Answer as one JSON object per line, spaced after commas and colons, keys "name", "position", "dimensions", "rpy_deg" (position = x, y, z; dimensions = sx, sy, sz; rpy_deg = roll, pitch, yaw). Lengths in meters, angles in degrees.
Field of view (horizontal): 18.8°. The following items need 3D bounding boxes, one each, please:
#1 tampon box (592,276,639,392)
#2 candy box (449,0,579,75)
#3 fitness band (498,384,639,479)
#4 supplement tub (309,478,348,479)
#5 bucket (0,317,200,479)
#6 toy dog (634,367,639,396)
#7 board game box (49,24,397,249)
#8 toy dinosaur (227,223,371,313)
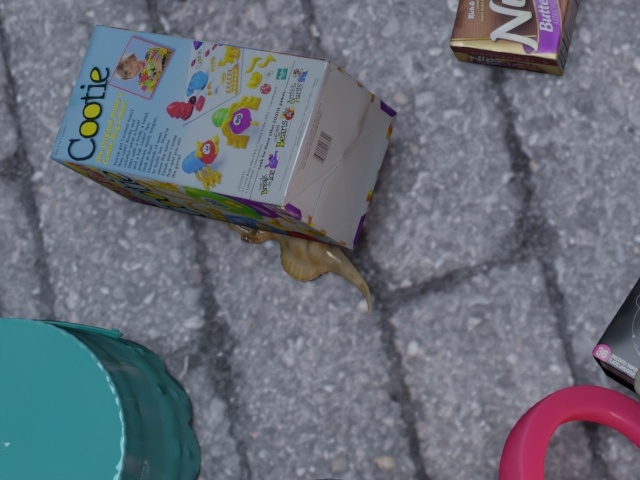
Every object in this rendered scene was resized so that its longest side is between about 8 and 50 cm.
{"name": "tampon box", "position": [0.339, 0.074, 1.732], "dimensions": [0.120, 0.101, 0.161], "rpy_deg": [31, 86, 19]}
{"name": "candy box", "position": [0.199, -0.261, 1.881], "dimensions": [0.109, 0.053, 0.187], "rpy_deg": [11, 78, 17]}
{"name": "fitness band", "position": [0.266, 0.261, 1.670], "dimensions": [0.209, 0.054, 0.291], "rpy_deg": [-11, 70, -28]}
{"name": "supplement tub", "position": [0.040, 0.319, 1.618], "dimensions": [0.235, 0.325, 0.235], "rpy_deg": [-5, 79, 25]}
{"name": "bucket", "position": [-0.265, 0.204, 1.823], "dimensions": [0.281, 0.183, 0.281], "rpy_deg": [-4, 76, 15]}
{"name": "toy dog", "position": [0.487, 0.259, 1.515], "dimensions": [0.284, 0.395, 0.408], "rpy_deg": [-27, 110, -13]}
{"name": "board game box", "position": [-0.092, -0.099, 1.840], "dimensions": [0.275, 0.142, 0.144], "rpy_deg": [13, 80, 33]}
{"name": "toy dinosaur", "position": [0.000, 0.000, 1.881], "dimensions": [0.183, 0.053, 0.093], "rpy_deg": [27, 100, 27]}
